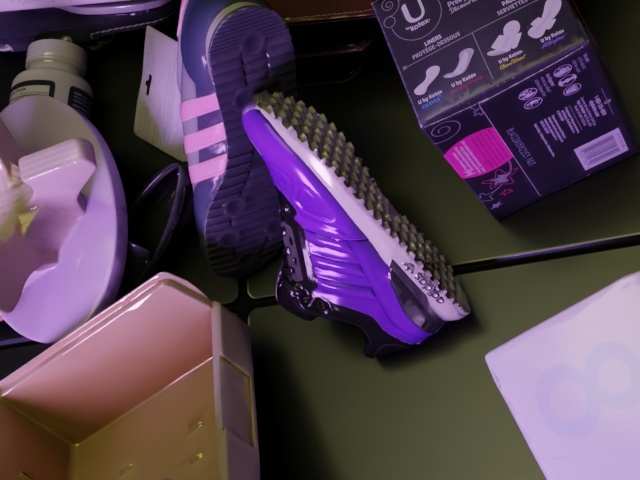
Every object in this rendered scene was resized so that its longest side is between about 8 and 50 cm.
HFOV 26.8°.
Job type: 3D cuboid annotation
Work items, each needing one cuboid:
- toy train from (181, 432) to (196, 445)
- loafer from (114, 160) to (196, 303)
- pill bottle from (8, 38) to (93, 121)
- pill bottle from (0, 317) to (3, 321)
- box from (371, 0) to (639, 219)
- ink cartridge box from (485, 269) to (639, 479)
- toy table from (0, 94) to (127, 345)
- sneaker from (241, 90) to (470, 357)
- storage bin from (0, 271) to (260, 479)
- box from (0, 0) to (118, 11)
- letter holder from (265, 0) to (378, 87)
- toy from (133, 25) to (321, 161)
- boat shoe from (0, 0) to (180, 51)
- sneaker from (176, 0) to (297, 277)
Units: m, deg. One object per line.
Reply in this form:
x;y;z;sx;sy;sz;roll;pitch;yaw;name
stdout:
-0.159;0.303;1.308;0.248;0.105;0.143;-38;51;8;toy train
-0.201;0.009;1.435;0.076;0.078;0.223;37;91;27;loafer
-0.309;-0.138;1.528;0.094;0.094;0.169;-4;70;23;pill bottle
-0.353;0.041;1.488;0.152;0.086;0.086;-27;63;14;pill bottle
0.175;-0.148;1.229;0.163;0.247;0.142;-26;64;13;box
0.368;0.138;1.066;0.385;0.091;0.308;-32;74;21;ink cartridge box
-0.313;-0.036;1.357;0.252;0.161;0.274;-29;69;12;toy table
0.000;0.001;1.268;0.146;0.102;0.293;-36;104;18;sneaker
-0.190;0.202;1.261;0.260;0.123;0.262;-34;35;21;storage bin
-0.282;-0.351;1.545;0.322;0.058;0.232;-1;42;19;box
0.014;-0.334;1.425;0.215;0.152;0.301;-4;71;21;letter holder
-0.092;-0.128;1.435;0.237;0.056;0.136;32;127;26;toy
-0.288;-0.270;1.571;0.303;0.091;0.114;8;45;28;boat shoe
-0.089;-0.115;1.344;0.112;0.319;0.131;-13;40;-24;sneaker
